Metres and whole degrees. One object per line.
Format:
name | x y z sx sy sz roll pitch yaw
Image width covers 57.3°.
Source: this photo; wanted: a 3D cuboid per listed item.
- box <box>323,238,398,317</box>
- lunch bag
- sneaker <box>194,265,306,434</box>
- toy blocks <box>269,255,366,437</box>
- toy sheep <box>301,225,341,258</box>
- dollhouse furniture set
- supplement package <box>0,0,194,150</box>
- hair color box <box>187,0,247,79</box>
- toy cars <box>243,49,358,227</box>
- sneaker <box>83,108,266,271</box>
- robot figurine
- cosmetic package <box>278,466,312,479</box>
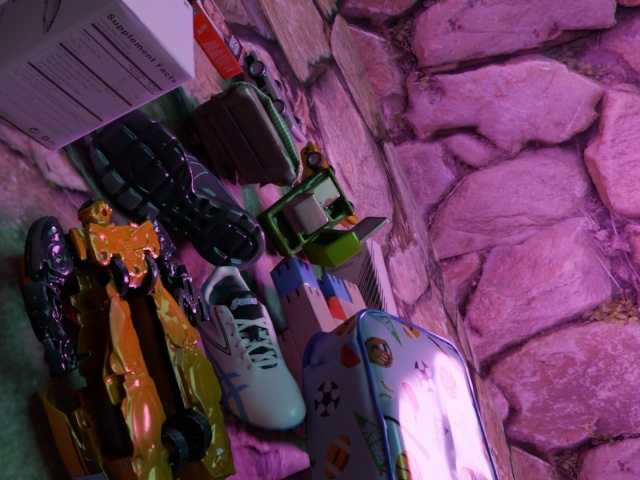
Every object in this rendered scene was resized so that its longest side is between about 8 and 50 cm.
box | 0.088 0.137 1.171 0.094 0.113 0.274 32 39 -59
lunch bag | 0.099 0.237 0.628 0.243 0.115 0.303 29 41 -38
sneaker | -0.084 0.113 0.647 0.237 0.085 0.086 49 -45 48
toy blocks | 0.038 0.175 0.937 0.381 0.191 0.260 29 31 -52
toy sheep | 0.000 0.000 1.116 0.132 0.091 0.091 -41 110 -54
dollhouse furniture set | -0.035 -0.127 0.914 0.198 0.151 0.301 6 -51 60
supplement package | -0.220 -0.182 0.551 0.105 0.179 0.105 44 31 -51
hair color box | -0.189 -0.367 1.042 0.141 0.043 0.071 53 25 -37
toy cars | -0.054 -0.180 1.160 0.393 0.087 0.176 56 10 -23
sneaker | -0.180 -0.062 0.712 0.267 0.101 0.106 48 -1 -34
robot figurine | -0.174 0.105 0.526 0.290 0.085 0.211 71 18 4
cosmetic package | 0.014 0.352 0.712 0.296 0.129 0.153 25 46 -63
